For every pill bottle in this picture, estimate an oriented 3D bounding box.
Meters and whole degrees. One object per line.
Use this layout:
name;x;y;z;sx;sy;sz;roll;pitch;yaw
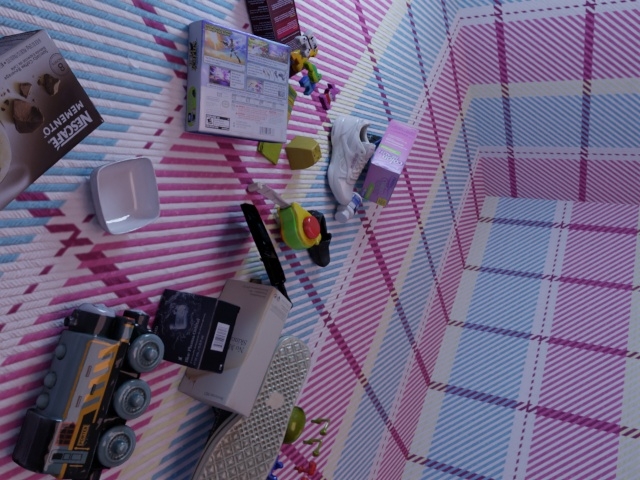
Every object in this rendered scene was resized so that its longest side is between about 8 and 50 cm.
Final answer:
pill bottle;0.098;-0.117;1.898;0.120;0.067;0.067;-55;140;-40

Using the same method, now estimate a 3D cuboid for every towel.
towel;-0.119;-0.343;1.510;0.102;0.021;0.237;34;67;-57

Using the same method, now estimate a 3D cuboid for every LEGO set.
LEGO set;-0.018;-0.481;1.441;0.093;0.087;0.227;-50;140;-20

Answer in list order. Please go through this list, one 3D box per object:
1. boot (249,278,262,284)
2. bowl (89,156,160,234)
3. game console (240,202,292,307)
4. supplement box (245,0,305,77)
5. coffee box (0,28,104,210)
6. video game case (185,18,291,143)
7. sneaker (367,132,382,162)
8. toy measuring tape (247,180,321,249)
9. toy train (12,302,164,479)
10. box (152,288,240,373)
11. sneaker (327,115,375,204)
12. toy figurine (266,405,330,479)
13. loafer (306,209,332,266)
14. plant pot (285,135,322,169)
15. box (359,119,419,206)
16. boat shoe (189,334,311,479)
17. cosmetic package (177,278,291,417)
boot;-0.166;0.152;1.518;0.106;0.037;0.114;-39;124;-54
bowl;-0.392;-0.090;1.041;0.142;0.053;0.141;-33;123;-55
game console;-0.133;0.075;1.431;0.044;0.213;0.361;-22;137;-7
supplement box;-0.116;-0.563;1.416;0.130;0.073;0.239;-49;135;-45
coffee box;-0.493;-0.162;0.776;0.297;0.119;0.168;-59;141;-37
video game case;-0.193;-0.370;1.272;0.270;0.061;0.244;-2;99;-46
sneaker;0.165;-0.336;1.980;0.221;0.083;0.087;-48;151;-43
toy measuring tape;-0.095;-0.051;1.525;0.330;0.121;0.121;35;65;-50
toy train;-0.425;0.281;0.984;0.190;0.142;0.333;30;69;-49
box;-0.286;0.202;1.181;0.093;0.158;0.155;36;64;-58
sneaker;0.106;-0.269;1.796;0.114;0.152;0.305;-19;114;-61
toy figurine;-0.135;0.601;1.520;0.362;0.191;0.217;-61;139;-37
loafer;0.000;0.000;1.734;0.076;0.078;0.223;-53;139;-42
plant pot;-0.045;-0.265;1.595;0.081;0.083;0.081;-53;138;-42
box;0.261;-0.293;2.018;0.213;0.117;0.243;105;9;-59
boat shoe;-0.191;0.475;1.387;0.187;0.156;0.500;41;58;-21
cosmetic package;-0.210;0.265;1.334;0.113;0.160;0.309;54;49;-49
